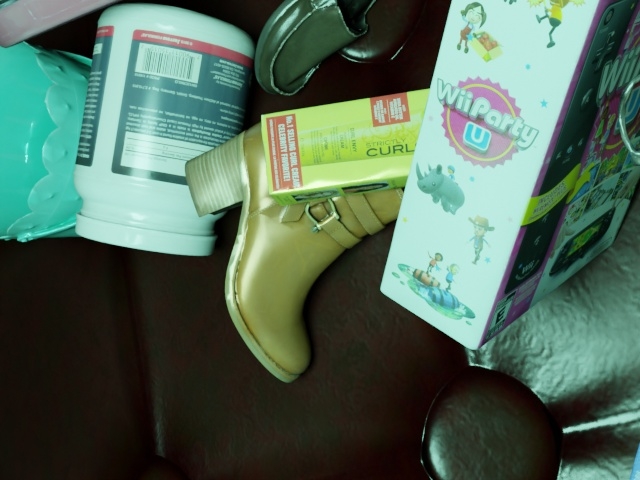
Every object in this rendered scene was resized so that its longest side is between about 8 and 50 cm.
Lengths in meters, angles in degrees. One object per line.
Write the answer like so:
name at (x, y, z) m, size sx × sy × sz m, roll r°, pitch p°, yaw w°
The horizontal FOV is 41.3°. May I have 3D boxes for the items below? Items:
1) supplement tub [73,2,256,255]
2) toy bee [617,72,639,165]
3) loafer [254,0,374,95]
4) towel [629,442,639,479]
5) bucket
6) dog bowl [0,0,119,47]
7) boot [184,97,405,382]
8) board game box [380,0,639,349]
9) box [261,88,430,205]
supplement tub at (-0.189, -0.130, 1.022) m, size 0.191 × 0.191 × 0.273 m, roll 13°, pitch 94°, yaw 40°
toy bee at (0.361, -0.029, 0.598) m, size 0.195 × 0.162 × 0.298 m, roll -31°, pitch 92°, yaw 25°
loafer at (0.006, -0.245, 0.941) m, size 0.220 × 0.080 × 0.078 m, roll -53°, pitch 56°, yaw 23°
towel at (0.360, 0.245, 0.628) m, size 0.285 × 0.034 × 0.209 m, roll 20°, pitch 98°, yaw 40°
bucket at (-0.375, -0.131, 1.186) m, size 0.281 × 0.183 × 0.281 m, roll -4°, pitch 84°, yaw 40°
dog bowl at (-0.247, -0.356, 0.984) m, size 0.407 × 0.408 × 0.150 m, roll -6°, pitch 116°, yaw 40°
boot at (0.000, 0.000, 0.922) m, size 0.220 × 0.109 × 0.284 m, roll -18°, pitch 93°, yaw 11°
board game box at (0.174, -0.098, 0.621) m, size 0.097 × 0.224 × 0.304 m, roll 32°, pitch 131°, yaw 29°
box at (0.063, -0.094, 0.823) m, size 0.232 × 0.058 × 0.088 m, roll -7°, pitch 80°, yaw 9°
